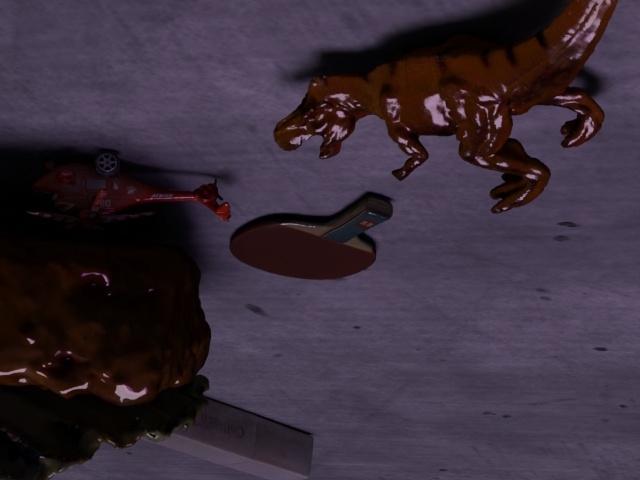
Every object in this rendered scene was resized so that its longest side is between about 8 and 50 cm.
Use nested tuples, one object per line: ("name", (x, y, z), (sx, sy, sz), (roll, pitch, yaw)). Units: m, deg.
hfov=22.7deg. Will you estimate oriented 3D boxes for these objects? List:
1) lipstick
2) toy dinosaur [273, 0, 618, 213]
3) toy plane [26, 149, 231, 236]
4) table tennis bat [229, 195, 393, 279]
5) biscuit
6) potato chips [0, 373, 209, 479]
("lipstick", (-0.172, 0.293, 2.466), (0.371, 0.076, 0.080), (24, 152, -37))
("toy dinosaur", (0.156, -0.120, 1.311), (0.432, 0.097, 0.208), (-19, 137, 42))
("toy plane", (-0.193, -0.051, 1.621), (0.194, 0.077, 0.126), (-7, 159, 13))
("table tennis bat", (0.000, 0.000, 1.753), (0.154, 0.021, 0.274), (17, 158, -23))
("biscuit", (-0.328, 0.068, 1.715), (0.395, 0.166, 0.342), (6, 179, 5))
("potato chips", (-0.339, 0.174, 1.859), (0.429, 0.070, 0.358), (16, -161, 38))
